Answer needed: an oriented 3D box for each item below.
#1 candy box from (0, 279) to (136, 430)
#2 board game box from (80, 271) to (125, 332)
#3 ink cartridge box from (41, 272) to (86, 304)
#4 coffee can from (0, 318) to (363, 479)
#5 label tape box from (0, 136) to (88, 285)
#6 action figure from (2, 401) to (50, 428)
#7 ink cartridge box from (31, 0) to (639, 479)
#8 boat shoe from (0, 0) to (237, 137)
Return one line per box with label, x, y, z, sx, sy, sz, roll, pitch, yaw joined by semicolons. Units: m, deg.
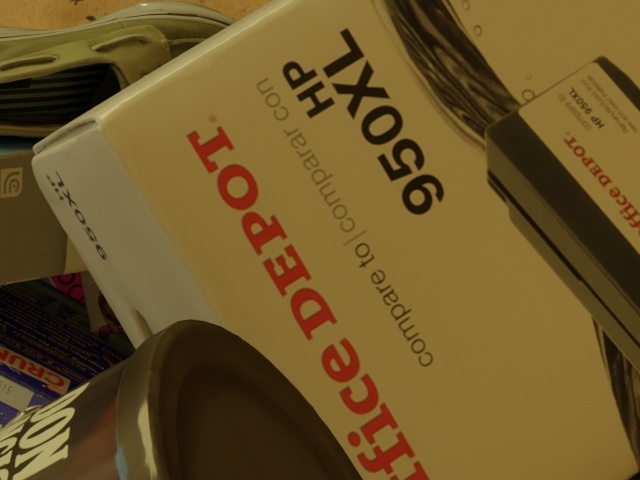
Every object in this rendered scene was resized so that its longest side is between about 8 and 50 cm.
candy box;-0.266;0.118;1.583;0.122;0.268;0.317;-61;2;8
board game box;0.000;0.000;1.689;0.318;0.066;0.318;0;19;24
ink cartridge box;-0.141;0.003;1.943;0.395;0.270;0.151;-35;9;-35
coffee can;-0.115;0.180;0.684;0.275;0.201;0.201;-30;6;15
label tape box;-0.246;-0.044;1.603;0.249;0.115;0.347;9;9;36
action figure;-0.140;0.175;1.083;0.275;0.164;0.141;-33;9;31
ink cartridge box;0.098;-0.029;0.963;0.395;0.285;0.166;-33;7;-18
boat shoe;-0.174;-0.124;1.527;0.302;0.109;0.094;-11;35;-33
